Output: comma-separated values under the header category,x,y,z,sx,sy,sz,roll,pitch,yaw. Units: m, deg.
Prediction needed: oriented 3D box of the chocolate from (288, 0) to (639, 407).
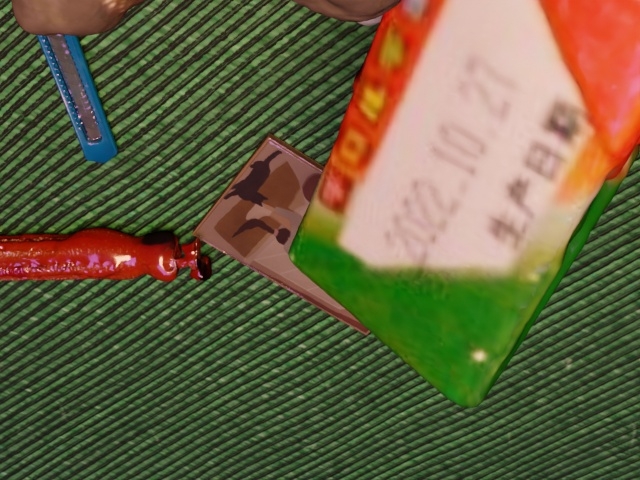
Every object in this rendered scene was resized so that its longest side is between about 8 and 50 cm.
category,x,y,z,sx,sy,sz,roll,pitch,yaw
chocolate,0.143,-0.135,0.738,0.161,0.360,0.341,27,127,6

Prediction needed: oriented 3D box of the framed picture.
category,x,y,z,sx,sy,sz,roll,pitch,yaw
framed picture,0.000,0.000,1.056,0.201,0.010,0.136,31,124,-15

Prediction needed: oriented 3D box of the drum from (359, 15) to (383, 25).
category,x,y,z,sx,sy,sz,roll,pitch,yaw
drum,-0.005,-0.233,0.744,0.049,0.253,0.130,6,159,-28

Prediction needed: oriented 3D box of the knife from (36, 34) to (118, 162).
category,x,y,z,sx,sy,sz,roll,pitch,yaw
knife,-0.220,-0.188,0.934,0.044,0.026,0.296,-13,124,3

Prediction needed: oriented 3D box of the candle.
category,x,y,z,sx,sy,sz,roll,pitch,yaw
candle,-0.268,0.015,1.080,0.329,0.048,0.051,-1,86,8

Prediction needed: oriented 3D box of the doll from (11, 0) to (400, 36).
category,x,y,z,sx,sy,sz,roll,pitch,yaw
doll,-0.049,-0.288,0.512,0.252,0.378,0.382,1,110,-33
